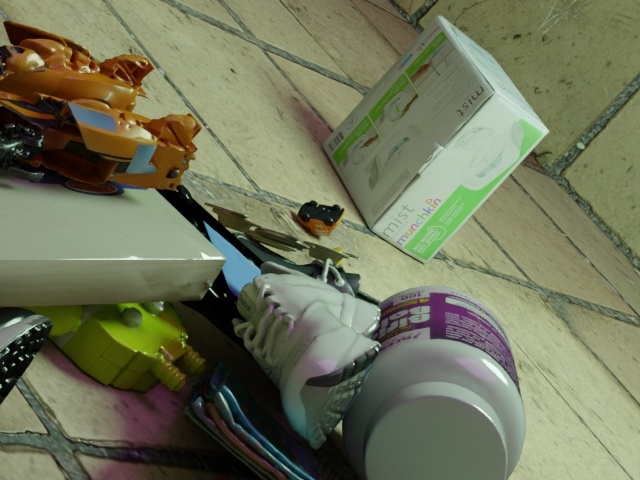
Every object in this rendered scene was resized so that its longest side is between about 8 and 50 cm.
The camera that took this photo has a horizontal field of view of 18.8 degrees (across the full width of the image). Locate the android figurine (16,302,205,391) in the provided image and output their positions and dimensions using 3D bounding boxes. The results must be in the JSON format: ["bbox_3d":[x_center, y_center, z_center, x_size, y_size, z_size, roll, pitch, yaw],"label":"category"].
[{"bbox_3d":[-0.215,0.035,1.709,0.273,0.056,0.248,42,15,6],"label":"android figurine"}]

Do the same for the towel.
[{"bbox_3d":[0.036,0.241,1.670,0.370,0.040,0.271,41,-1,-3],"label":"towel"}]

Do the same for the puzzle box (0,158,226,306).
[{"bbox_3d":[-0.291,-0.046,1.587,0.272,0.052,0.409,43,22,28],"label":"puzzle box"}]

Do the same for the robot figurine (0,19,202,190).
[{"bbox_3d":[-0.252,-0.128,1.635,0.291,0.085,0.211,14,26,-42],"label":"robot figurine"}]

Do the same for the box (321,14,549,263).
[{"bbox_3d":[0.156,-0.144,2.723,0.127,0.262,0.231,31,18,-35],"label":"box"}]

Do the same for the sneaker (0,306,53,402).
[{"bbox_3d":[-0.285,0.074,1.344,0.124,0.107,0.283,38,15,6],"label":"sneaker"}]

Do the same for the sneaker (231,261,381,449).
[{"bbox_3d":[-0.022,0.095,1.707,0.129,0.111,0.297,32,7,-5],"label":"sneaker"}]

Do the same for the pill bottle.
[{"bbox_3d":[0.105,0.156,1.811,0.169,0.169,0.301,40,11,-7],"label":"pill bottle"}]

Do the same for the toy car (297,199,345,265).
[{"bbox_3d":[0.000,0.000,2.408,0.122,0.060,0.040,-86,173,-51],"label":"toy car"}]

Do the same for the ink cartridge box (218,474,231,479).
[{"bbox_3d":[-0.002,0.268,1.618,0.145,0.045,0.179,32,21,-34],"label":"ink cartridge box"}]

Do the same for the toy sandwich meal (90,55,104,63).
[{"bbox_3d":[-0.250,-0.191,2.283,0.085,0.029,0.085,39,16,-13],"label":"toy sandwich meal"}]

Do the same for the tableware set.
[{"bbox_3d":[-0.047,-0.005,2.166,0.141,0.020,0.169,17,-5,33],"label":"tableware set"}]

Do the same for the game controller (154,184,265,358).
[{"bbox_3d":[-0.065,0.062,1.888,0.319,0.067,0.166,43,9,-46],"label":"game controller"}]

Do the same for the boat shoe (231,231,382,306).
[{"bbox_3d":[0.015,0.071,2.106,0.302,0.091,0.114,36,17,-23],"label":"boat shoe"}]
